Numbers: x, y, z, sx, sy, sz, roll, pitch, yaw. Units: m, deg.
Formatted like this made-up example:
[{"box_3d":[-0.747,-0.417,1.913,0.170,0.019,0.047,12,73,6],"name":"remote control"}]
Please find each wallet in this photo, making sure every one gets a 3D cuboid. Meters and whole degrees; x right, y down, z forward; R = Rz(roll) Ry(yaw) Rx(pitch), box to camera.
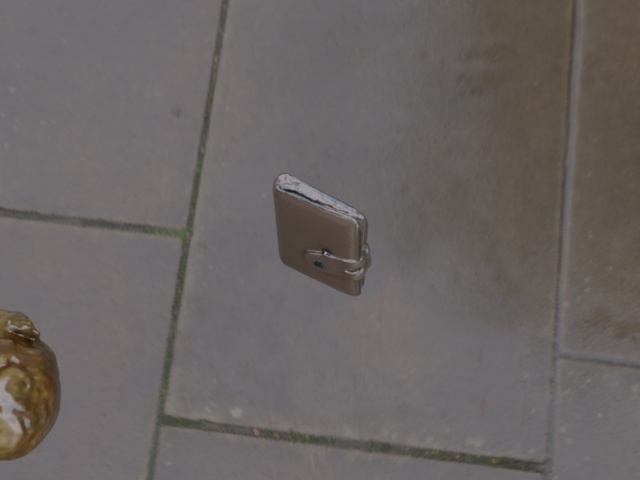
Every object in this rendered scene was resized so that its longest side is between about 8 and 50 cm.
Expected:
[{"box_3d":[0.000,0.000,1.067,0.118,0.153,0.039,24,58,18],"name":"wallet"}]

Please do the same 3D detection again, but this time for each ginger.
[{"box_3d":[-0.365,0.154,1.035,0.165,0.321,0.172,8,70,-31],"name":"ginger"}]
